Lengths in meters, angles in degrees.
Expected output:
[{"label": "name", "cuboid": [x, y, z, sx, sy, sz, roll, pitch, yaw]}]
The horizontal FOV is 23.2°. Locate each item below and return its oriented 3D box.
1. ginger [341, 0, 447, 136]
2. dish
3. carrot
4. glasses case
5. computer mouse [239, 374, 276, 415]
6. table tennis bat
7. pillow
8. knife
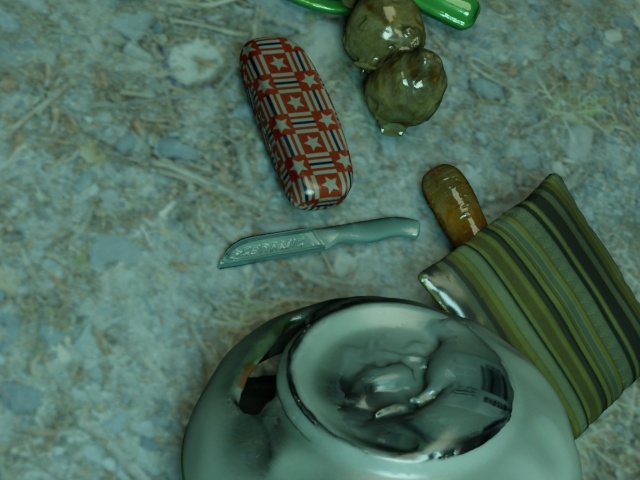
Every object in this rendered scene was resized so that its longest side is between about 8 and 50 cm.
[{"label": "ginger", "cuboid": [0.068, -0.209, 1.566, 0.080, 0.104, 0.204, -3, 61, -32]}, {"label": "dish", "cuboid": [0.056, 0.138, 1.221, 0.324, 0.124, 0.324, 5, 38, -4]}, {"label": "carrot", "cuboid": [0.151, 0.011, 1.489, 0.047, 0.047, 0.191, -17, 70, -27]}, {"label": "glasses case", "cuboid": [-0.023, -0.112, 1.506, 0.073, 0.049, 0.194, -7, 60, -24]}, {"label": "computer mouse", "cuboid": [-0.015, 0.233, 1.260, 0.168, 0.087, 0.295, 5, 42, -4]}, {"label": "table tennis bat", "cuboid": [0.049, -0.286, 1.658, 0.257, 0.039, 0.160, 23, 54, 1]}, {"label": "pillow", "cuboid": [0.211, 0.068, 1.434, 0.212, 0.052, 0.208, -35, 93, -35]}, {"label": "knife", "cuboid": [0.000, -0.001, 1.461, 0.210, 0.015, 0.028, -8, 66, -22]}]
